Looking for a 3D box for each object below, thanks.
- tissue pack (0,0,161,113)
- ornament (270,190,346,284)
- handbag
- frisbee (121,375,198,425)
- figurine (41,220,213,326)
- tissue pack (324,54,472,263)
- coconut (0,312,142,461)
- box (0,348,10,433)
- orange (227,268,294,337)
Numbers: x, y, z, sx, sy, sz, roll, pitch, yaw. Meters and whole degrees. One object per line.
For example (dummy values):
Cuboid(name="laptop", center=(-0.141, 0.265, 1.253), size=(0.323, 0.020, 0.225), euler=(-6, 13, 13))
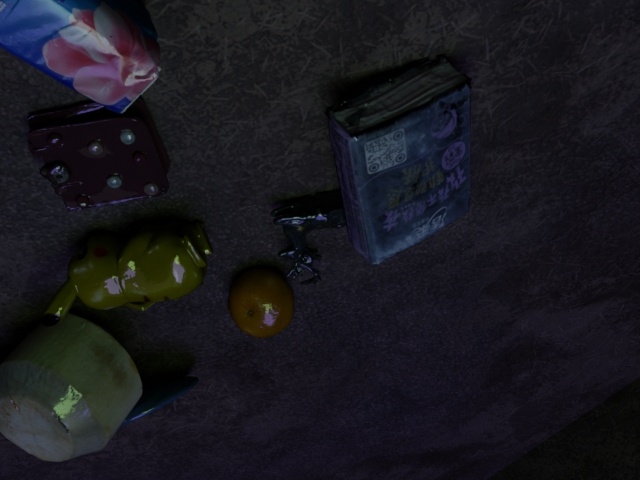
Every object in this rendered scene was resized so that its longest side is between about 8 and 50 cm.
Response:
Cuboid(name="tissue pack", center=(-0.359, -0.325, 1.017), size=(0.137, 0.209, 0.270), euler=(-43, 131, 18))
Cuboid(name="ornament", center=(0.000, 0.000, 1.593), size=(0.202, 0.080, 0.236), euler=(-12, 138, -9))
Cuboid(name="handbag", center=(-0.389, -0.148, 1.312), size=(0.216, 0.074, 0.203), euler=(-12, 140, -2))
Cuboid(name="frisbee", center=(-0.443, 0.395, 1.850), size=(0.289, 0.049, 0.289), euler=(-25, -179, 0))
Cuboid(name="figurine", center=(-0.378, 0.060, 1.494), size=(0.327, 0.218, 0.169), euler=(-9, 100, 5))
Cuboid(name="tissue pack", center=(0.160, -0.137, 1.402), size=(0.259, 0.122, 0.361), euler=(-28, 142, -11))
Cuboid(name="coconut", center=(-0.561, 0.317, 1.654), size=(0.323, 0.323, 0.323), euler=(-8, 140, -7))
Cuboid(name="box", center=(-0.773, 0.361, 1.754), size=(0.162, 0.130, 0.227), euler=(-21, 141, 8))
Cuboid(name="orange", center=(-0.130, 0.139, 1.670), size=(0.159, 0.159, 0.136), euler=(-39, 177, 28))
